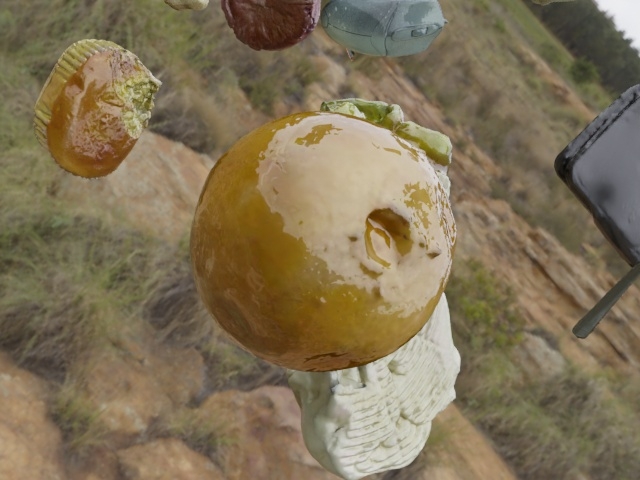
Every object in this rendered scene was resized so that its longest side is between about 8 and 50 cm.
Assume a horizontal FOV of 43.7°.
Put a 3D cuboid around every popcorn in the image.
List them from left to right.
[{"bbox_3d":[0.100,-0.131,1.460,0.290,0.321,0.326,-4,51,-21],"label":"popcorn"}]

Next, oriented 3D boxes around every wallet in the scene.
[{"bbox_3d":[0.543,-0.064,1.295,0.377,0.197,0.051,41,8,-28],"label":"wallet"}]

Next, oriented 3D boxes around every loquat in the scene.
[{"bbox_3d":[0.000,0.000,0.970,0.328,0.328,0.328,46,14,-15],"label":"loquat"}]

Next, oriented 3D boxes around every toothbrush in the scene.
[{"bbox_3d":[0.485,0.077,1.288,0.030,0.297,0.030,33,51,10],"label":"toothbrush"}]

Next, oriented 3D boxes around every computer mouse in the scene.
[{"bbox_3d":[0.114,-0.369,1.376,0.113,0.228,0.068,99,-11,-49],"label":"computer mouse"}]

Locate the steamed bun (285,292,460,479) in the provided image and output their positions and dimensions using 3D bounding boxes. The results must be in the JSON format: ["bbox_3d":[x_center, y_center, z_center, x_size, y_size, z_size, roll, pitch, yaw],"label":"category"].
[{"bbox_3d":[0.072,0.207,1.267,0.206,0.320,0.275,13,-42,58],"label":"steamed bun"}]

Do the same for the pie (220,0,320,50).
[{"bbox_3d":[-0.101,-0.472,1.555,0.054,0.218,0.204,-47,124,-55],"label":"pie"}]

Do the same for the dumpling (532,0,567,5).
[{"bbox_3d":[0.584,-0.642,1.750,0.270,0.320,0.212,51,26,-45],"label":"dumpling"}]

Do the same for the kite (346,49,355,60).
[{"bbox_3d":[0.081,-0.421,1.489,0.159,0.190,0.010,-2,40,-40],"label":"kite"}]

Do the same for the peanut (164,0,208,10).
[{"bbox_3d":[-0.209,-0.373,1.237,0.083,0.037,0.037,9,-3,23],"label":"peanut"}]

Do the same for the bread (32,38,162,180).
[{"bbox_3d":[-0.414,-0.240,1.472,0.179,0.250,0.133,29,2,-38],"label":"bread"}]
